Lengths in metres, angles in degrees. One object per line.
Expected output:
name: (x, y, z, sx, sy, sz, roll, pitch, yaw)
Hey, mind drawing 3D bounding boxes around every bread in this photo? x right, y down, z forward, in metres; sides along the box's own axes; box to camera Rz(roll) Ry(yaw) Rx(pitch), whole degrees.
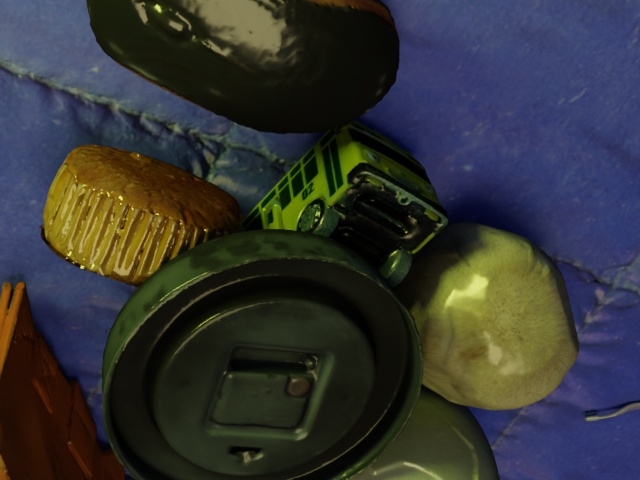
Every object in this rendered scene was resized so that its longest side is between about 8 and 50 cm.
bread: (-0.178, -0.026, 1.521, 0.199, 0.199, 0.104, 17, 106, -19)

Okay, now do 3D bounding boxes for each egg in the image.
egg: (0.069, 0.303, 1.715, 0.278, 0.336, 0.278, -2, 122, -3)

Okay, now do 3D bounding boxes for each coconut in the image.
coconut: (0.176, 0.081, 1.644, 0.224, 0.224, 0.224, -3, 128, -4)

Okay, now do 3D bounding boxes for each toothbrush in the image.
toothbrush: (0.392, 0.208, 1.875, 0.131, 0.013, 0.011, -11, 139, 1)

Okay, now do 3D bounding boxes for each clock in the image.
clock: (-0.059, 0.134, 1.505, 0.325, 0.067, 0.325, -8, 125, -11)

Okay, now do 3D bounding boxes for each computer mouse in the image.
computer mouse: (-0.068, -0.196, 1.426, 0.323, 0.116, 0.183, 21, 127, -24)

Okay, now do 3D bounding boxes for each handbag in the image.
handbag: (-0.310, 0.282, 1.671, 0.116, 0.303, 0.410, -16, 127, 8)

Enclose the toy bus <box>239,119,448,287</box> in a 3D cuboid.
toy bus: (0.000, 0.000, 1.577, 0.128, 0.150, 0.262, 29, 121, -28)
